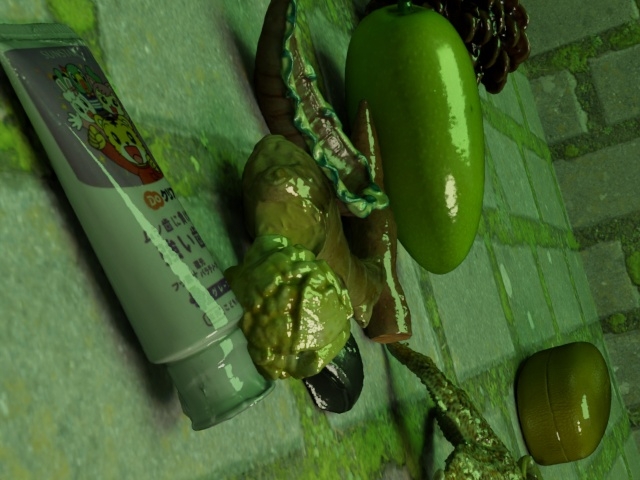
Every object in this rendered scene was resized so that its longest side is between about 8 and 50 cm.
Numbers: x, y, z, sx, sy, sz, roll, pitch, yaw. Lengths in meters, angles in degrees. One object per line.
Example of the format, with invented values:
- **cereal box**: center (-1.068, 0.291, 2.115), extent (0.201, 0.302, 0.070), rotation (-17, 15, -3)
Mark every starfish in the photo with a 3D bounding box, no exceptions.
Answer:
- **starfish**: center (0.192, 0.273, 1.117), extent (0.358, 0.078, 0.347), rotation (52, 6, -31)

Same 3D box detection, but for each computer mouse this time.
- **computer mouse**: center (0.009, 0.107, 0.940), extent (0.135, 0.047, 0.079), rotation (59, 23, -27)

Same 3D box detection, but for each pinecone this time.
- **pinecone**: center (0.187, -0.334, 1.492), extent (0.257, 0.243, 0.243), rotation (19, 52, -33)

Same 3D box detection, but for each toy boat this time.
- **toy boat**: center (-0.011, -0.147, 1.027), extent (0.108, 0.099, 0.293), rotation (-78, 152, -53)

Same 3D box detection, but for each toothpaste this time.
- **toothpaste**: center (-0.127, -0.016, 0.675), extent (0.299, 0.073, 0.114), rotation (63, 21, -4)

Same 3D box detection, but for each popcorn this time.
- **popcorn**: center (-0.032, 0.061, 0.806), extent (0.106, 0.116, 0.121), rotation (-61, -178, -24)

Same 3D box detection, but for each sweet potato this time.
- **sweet potato**: center (0.056, -0.023, 1.142), extent (0.067, 0.059, 0.281), rotation (49, 30, -67)

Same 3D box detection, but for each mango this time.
- **mango**: center (0.121, -0.123, 1.237), extent (0.192, 0.156, 0.343), rotation (-170, -111, -73)

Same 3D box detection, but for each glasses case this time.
- **glasses case**: center (0.458, 0.281, 1.809), extent (0.371, 0.141, 0.173), rotation (-14, 86, -70)

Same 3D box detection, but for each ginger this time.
- **ginger**: center (0.000, 0.000, 0.958), extent (0.294, 0.086, 0.131), rotation (44, 22, -60)

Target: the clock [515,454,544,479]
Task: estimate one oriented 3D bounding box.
- **clock**: center (0.303, 0.428, 1.420), extent (0.237, 0.057, 0.237), rotation (-16, 90, -71)
